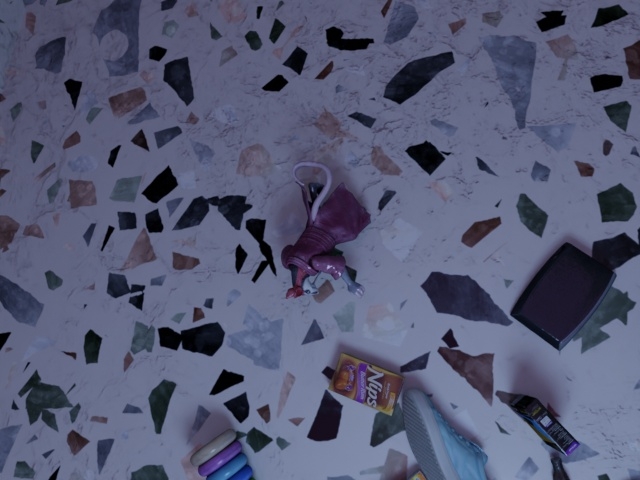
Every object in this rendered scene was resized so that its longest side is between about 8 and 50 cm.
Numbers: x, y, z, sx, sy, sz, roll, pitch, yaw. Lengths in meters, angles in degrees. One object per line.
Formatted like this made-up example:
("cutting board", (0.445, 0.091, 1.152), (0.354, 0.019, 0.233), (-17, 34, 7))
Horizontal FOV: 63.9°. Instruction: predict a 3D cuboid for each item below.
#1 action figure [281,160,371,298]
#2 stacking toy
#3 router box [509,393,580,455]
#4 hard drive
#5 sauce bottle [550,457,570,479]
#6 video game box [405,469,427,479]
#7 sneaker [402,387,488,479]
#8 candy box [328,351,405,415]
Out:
("action figure", (0.000, 0.000, 1.403), (0.248, 0.276, 0.370), (5, 50, 30))
("stacking toy", (-0.209, 0.686, 1.385), (0.141, 0.141, 0.330), (-36, 80, 2))
("router box", (0.539, 0.443, 1.248), (0.046, 0.179, 0.133), (-42, 73, -2))
("hard drive", (0.645, 0.144, 1.357), (0.172, 0.054, 0.255), (38, 87, 17))
("sauce bottle", (0.600, 0.608, 1.270), (0.042, 0.042, 0.128), (-15, 77, 8))
("video game box", (0.242, 0.727, 1.294), (0.187, 0.048, 0.205), (-34, 73, -15))
("sneaker", (0.337, 0.544, 1.316), (0.150, 0.135, 0.366), (-12, 66, -25))
("candy box", (0.127, 0.392, 1.411), (0.186, 0.053, 0.109), (19, 81, 14))
